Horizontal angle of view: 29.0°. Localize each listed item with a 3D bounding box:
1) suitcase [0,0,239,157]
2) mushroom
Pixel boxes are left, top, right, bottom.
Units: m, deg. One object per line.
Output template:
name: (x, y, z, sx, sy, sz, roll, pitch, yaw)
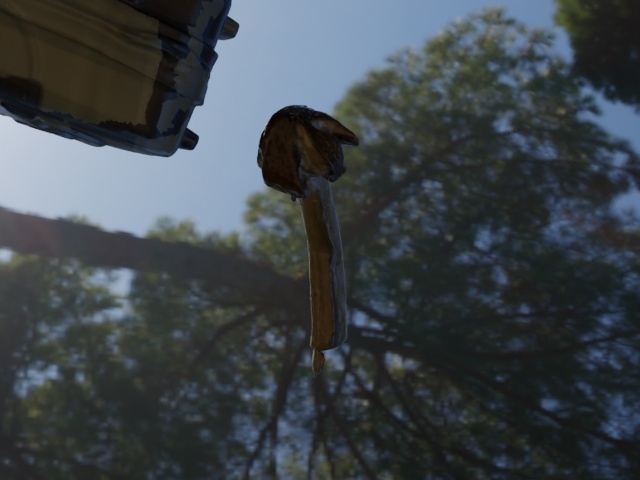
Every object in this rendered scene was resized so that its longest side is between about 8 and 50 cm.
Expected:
suitcase: (-0.259, -0.206, 1.038, 0.194, 0.339, 0.351, -69, -160, -1)
mushroom: (0.000, 0.000, 0.823, 0.061, 0.060, 0.187, 9, -62, 42)
